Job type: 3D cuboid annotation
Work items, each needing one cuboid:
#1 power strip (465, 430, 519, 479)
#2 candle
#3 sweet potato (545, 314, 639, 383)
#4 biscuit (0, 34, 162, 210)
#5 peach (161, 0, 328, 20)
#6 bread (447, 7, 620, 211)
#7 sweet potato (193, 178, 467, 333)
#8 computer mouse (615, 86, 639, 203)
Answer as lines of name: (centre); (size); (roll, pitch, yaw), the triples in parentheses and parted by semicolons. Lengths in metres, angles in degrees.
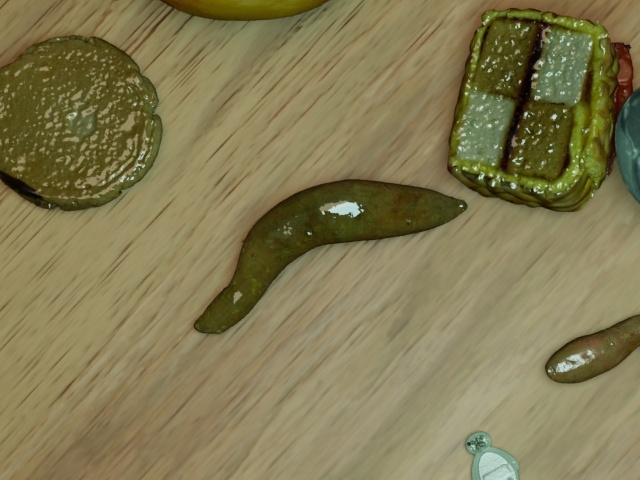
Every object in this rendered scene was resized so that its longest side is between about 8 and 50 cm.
power strip: (0.192, 0.253, 1.370); (0.055, 0.035, 0.083); (-29, 83, -1)
candle: (0.334, -0.151, 1.415); (0.053, 0.048, 0.162); (1, 82, 34)
sweet potato: (0.351, 0.112, 1.375); (0.214, 0.050, 0.050); (-20, 81, -3)
biscuit: (-0.296, -0.140, 1.457); (0.226, 0.042, 0.226); (-1, 80, 4)
peach: (-0.102, -0.378, 1.372); (0.308, 0.289, 0.289); (-26, 79, 27)
bread: (0.245, -0.149, 1.381); (0.181, 0.096, 0.222); (9, 81, 25)
sweet potato: (-0.006, -0.005, 1.401); (0.346, 0.079, 0.108); (-26, 93, 3)
computer mouse: (0.487, -0.043, 1.308); (0.379, 0.090, 0.167); (38, 110, 10)
